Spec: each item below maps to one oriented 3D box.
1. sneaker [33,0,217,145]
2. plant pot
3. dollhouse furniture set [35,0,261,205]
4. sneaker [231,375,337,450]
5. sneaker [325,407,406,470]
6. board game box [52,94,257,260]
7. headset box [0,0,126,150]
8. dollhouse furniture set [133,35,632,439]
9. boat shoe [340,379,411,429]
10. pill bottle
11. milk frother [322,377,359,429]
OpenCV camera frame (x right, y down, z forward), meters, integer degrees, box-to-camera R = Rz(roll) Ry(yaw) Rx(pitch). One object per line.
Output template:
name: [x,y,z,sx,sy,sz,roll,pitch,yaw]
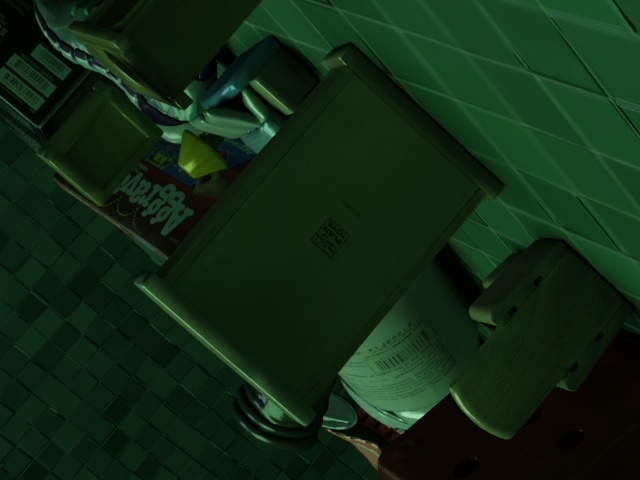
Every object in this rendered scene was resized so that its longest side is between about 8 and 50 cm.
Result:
sneaker: [-0.153,-0.177,1.326,0.224,0.083,0.098,40,144,26]
plant pot: [0.196,0.208,1.142,0.235,0.267,0.267,56,166,-23]
dollhouse furniture set: [-0.137,-0.147,0.921,0.161,0.182,0.101,44,172,-27]
sneaker: [-0.023,0.104,1.601,0.105,0.147,0.296,23,-160,-1]
sneaker: [0.126,0.283,2.193,0.314,0.116,0.136,43,-175,34]
board game box: [-0.151,-0.069,1.560,0.027,0.145,0.281,45,170,-36]
headset box: [-0.317,-0.206,1.629,0.246,0.131,0.283,39,172,3]
dollhouse furniture set: [0.005,0.023,1.151,0.286,0.198,0.303,42,173,-11]
boat shoe: [0.130,0.147,1.580,0.306,0.113,0.105,31,162,35]
pill bottle: [0.064,0.074,1.400,0.131,0.131,0.229,34,170,37]
milk frother: [0.018,0.117,1.838,0.143,0.134,0.129,41,142,-24]
